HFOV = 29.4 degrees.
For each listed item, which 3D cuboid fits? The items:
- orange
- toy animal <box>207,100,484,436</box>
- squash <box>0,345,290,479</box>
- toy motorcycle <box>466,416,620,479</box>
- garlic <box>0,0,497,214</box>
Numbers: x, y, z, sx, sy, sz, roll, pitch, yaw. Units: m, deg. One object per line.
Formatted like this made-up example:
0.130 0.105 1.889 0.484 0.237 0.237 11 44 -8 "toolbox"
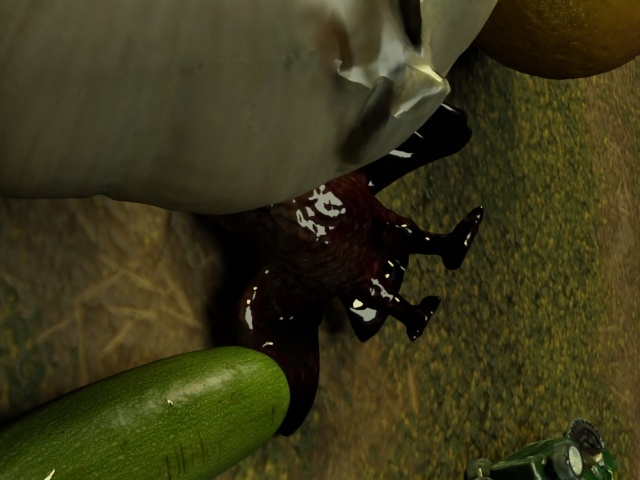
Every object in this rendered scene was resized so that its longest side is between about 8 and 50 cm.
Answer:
0.176 -0.236 0.905 0.236 0.236 0.236 17 69 -55 "orange"
-0.006 -0.004 0.708 0.179 0.116 0.218 32 83 -19 "toy animal"
-0.095 0.095 0.545 0.252 0.066 0.066 -16 97 -58 "squash"
0.175 0.242 0.899 0.274 0.124 0.187 -8 81 -56 "toy motorcycle"
-0.072 -0.157 0.476 0.322 0.241 0.322 18 42 -17 "garlic"
